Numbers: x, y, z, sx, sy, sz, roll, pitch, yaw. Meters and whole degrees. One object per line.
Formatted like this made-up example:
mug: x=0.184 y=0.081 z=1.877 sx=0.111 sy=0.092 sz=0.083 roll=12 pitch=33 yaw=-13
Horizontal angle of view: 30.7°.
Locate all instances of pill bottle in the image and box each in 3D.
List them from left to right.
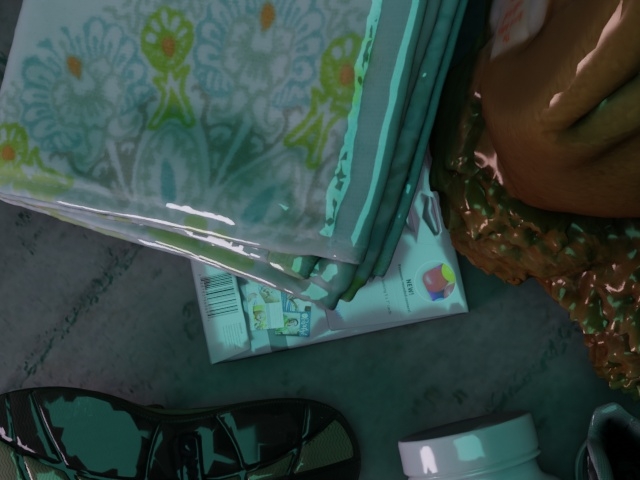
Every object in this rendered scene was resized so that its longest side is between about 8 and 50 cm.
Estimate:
pill bottle: x=0.120 y=0.227 z=0.760 sx=0.121 sy=0.121 sz=0.216 roll=-14 pitch=85 yaw=6

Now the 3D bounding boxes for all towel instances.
towel: x=-0.060 y=-0.169 z=0.776 sx=0.320 sy=0.090 sz=0.375 roll=15 pitch=88 yaw=28

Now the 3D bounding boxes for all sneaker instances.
sneaker: x=0.209 y=0.201 z=0.706 sx=0.086 sy=0.132 sz=0.229 roll=-23 pitch=57 yaw=3

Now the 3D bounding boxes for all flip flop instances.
flip flop: x=-0.111 y=0.157 z=0.822 sx=0.277 sy=0.080 sz=0.112 roll=-2 pitch=81 yaw=-8

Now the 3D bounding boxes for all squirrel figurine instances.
squirrel figurine: x=0.275 y=-0.072 z=0.695 sx=0.370 sy=0.397 sz=0.281 roll=16 pitch=44 yaw=-10

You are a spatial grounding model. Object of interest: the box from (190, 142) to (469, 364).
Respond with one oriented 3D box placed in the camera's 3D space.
box: x=0.000 y=0.000 z=0.832 sx=0.186 sy=0.038 sz=0.145 roll=-13 pitch=85 yaw=7
